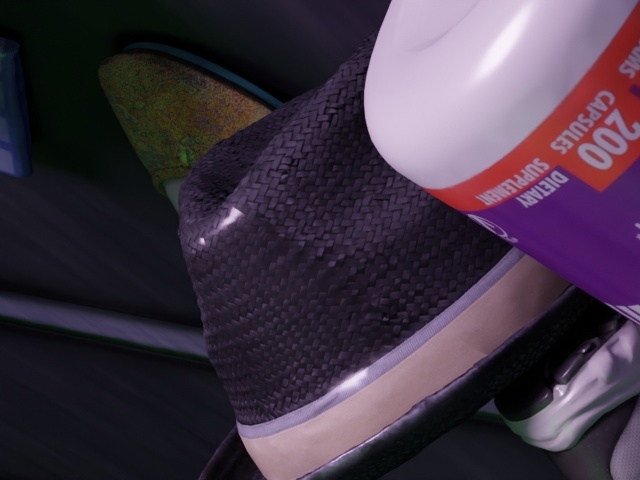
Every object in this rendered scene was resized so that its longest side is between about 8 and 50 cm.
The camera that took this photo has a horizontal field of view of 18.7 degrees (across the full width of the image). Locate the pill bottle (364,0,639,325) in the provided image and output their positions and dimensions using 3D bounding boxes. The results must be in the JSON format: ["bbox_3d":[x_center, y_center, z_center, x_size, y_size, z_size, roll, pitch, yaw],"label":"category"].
[{"bbox_3d":[0.190,-0.034,0.790,0.323,0.181,0.181,31,158,-17],"label":"pill bottle"}]

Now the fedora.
[{"bbox_3d":[0.023,-0.008,0.978,0.152,0.334,0.334,52,154,-7],"label":"fedora"}]

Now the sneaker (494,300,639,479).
[{"bbox_3d":[0.191,0.037,0.940,0.108,0.271,0.100,53,145,-7],"label":"sneaker"}]

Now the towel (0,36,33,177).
[{"bbox_3d":[-0.329,-0.125,1.295,0.285,0.034,0.209,15,159,1],"label":"towel"}]

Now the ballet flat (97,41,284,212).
[{"bbox_3d":[0.000,0.000,1.220,0.348,0.123,0.123,30,158,-31],"label":"ballet flat"}]
